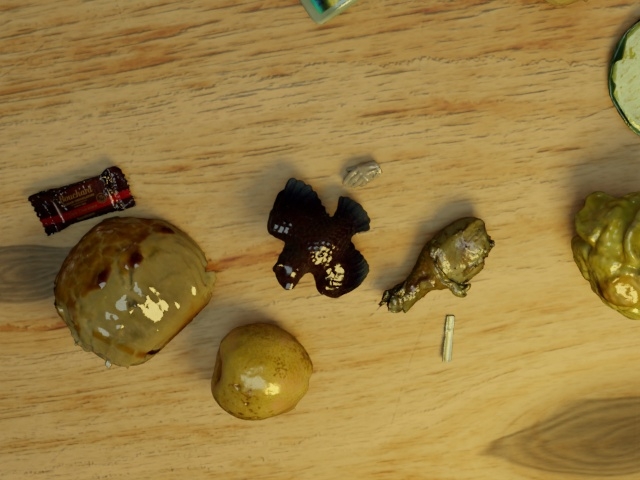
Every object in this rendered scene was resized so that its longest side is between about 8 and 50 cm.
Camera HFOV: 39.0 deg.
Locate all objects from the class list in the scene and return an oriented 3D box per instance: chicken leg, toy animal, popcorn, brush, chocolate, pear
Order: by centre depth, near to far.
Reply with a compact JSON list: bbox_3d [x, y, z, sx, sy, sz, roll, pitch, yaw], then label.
[{"bbox_3d":[0.509,0.023,1.429,0.181,0.217,0.235,-34,110,6],"label":"popcorn"},{"bbox_3d":[-0.005,0.005,1.478,0.116,0.179,0.218,-28,102,36],"label":"toy animal"},{"bbox_3d":[0.200,0.054,1.522,0.103,0.088,0.227,41,99,-19],"label":"chicken leg"},{"bbox_3d":[-0.099,0.228,1.552,0.178,0.178,0.178,1,103,3],"label":"pear"},{"bbox_3d":[-0.412,-0.069,1.563,0.183,0.028,0.086,-20,108,9],"label":"chocolate"},{"bbox_3d":[0.224,0.172,1.585,0.016,0.013,0.083,4,96,-2],"label":"brush"}]

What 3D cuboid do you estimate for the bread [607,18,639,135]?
[{"bbox_3d":[0.576,-0.265,1.451,0.229,0.033,0.228,1,101,4],"label":"bread"}]

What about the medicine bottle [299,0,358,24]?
[{"bbox_3d":[-0.017,-0.464,1.416,0.121,0.083,0.228,-32,100,12],"label":"medicine bottle"}]

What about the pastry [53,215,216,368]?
[{"bbox_3d":[-0.324,0.085,1.521,0.256,0.170,0.237,-44,100,7],"label":"pastry"}]

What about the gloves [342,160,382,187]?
[{"bbox_3d":[0.073,-0.115,1.519,0.081,0.037,0.044,-37,63,16],"label":"gloves"}]

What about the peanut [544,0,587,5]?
[{"bbox_3d":[0.435,-0.503,1.342,0.174,0.158,0.340,30,100,18],"label":"peanut"}]
